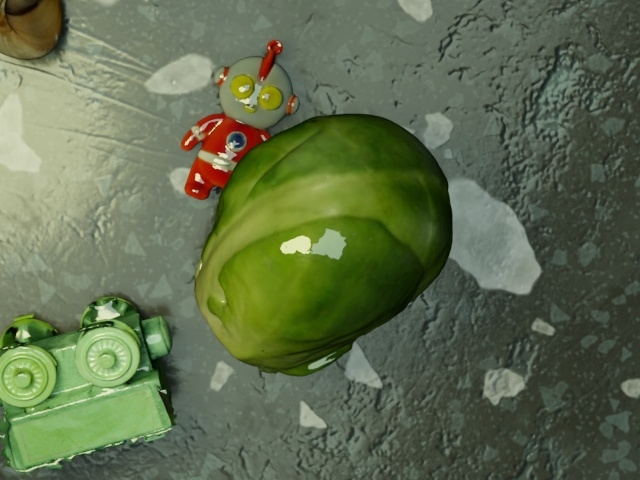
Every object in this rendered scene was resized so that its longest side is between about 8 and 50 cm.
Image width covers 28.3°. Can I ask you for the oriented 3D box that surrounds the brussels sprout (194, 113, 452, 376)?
[{"bbox_3d":[0.000,0.000,1.678,0.371,0.315,0.275,-35,73,4],"label":"brussels sprout"}]

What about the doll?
[{"bbox_3d":[-0.104,-0.162,1.755,0.142,0.076,0.245,23,96,-7],"label":"doll"}]

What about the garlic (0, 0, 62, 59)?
[{"bbox_3d":[-0.433,-0.350,1.675,0.160,0.191,0.214,11,106,19],"label":"garlic"}]

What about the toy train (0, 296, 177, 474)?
[{"bbox_3d":[-0.326,0.192,1.724,0.272,0.159,0.188,-16,105,-4],"label":"toy train"}]
